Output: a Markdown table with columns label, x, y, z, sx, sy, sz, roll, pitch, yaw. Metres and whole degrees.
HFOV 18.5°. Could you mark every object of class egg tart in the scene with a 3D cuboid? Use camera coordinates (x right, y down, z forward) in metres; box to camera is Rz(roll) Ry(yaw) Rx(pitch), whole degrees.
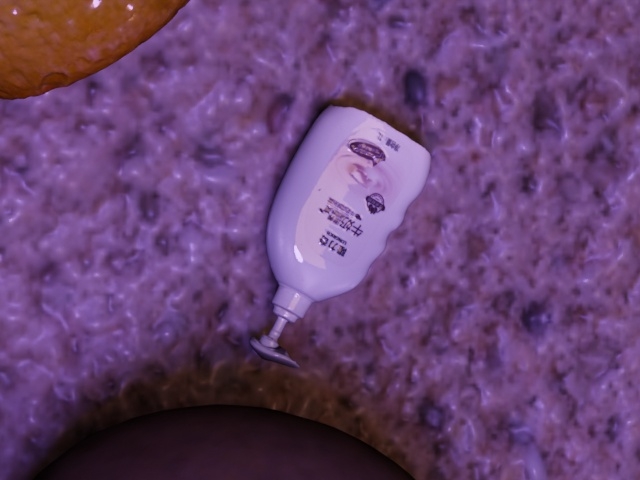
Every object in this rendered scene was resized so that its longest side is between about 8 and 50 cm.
| label | x | y | z | sx | sy | sz | roll | pitch | yaw |
| --- | --- | --- | --- | --- | --- | --- | --- | --- | --- |
| egg tart | -0.153 | -0.177 | 0.986 | 0.215 | 0.215 | 0.171 | -40 | 118 | -13 |

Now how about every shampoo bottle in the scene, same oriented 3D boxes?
| label | x | y | z | sx | sy | sz | roll | pitch | yaw |
| --- | --- | --- | --- | --- | --- | --- | --- | --- | --- |
| shampoo bottle | 0.000 | 0.000 | 1.134 | 0.077 | 0.045 | 0.152 | 32 | 84 | -20 |

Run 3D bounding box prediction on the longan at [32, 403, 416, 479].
| label | x | y | z | sx | sy | sz | roll | pitch | yaw |
| --- | --- | --- | --- | --- | --- | --- | --- | --- | --- |
| longan | -0.046 | 0.229 | 1.009 | 0.297 | 0.297 | 0.297 | -2 | 95 | -20 |
